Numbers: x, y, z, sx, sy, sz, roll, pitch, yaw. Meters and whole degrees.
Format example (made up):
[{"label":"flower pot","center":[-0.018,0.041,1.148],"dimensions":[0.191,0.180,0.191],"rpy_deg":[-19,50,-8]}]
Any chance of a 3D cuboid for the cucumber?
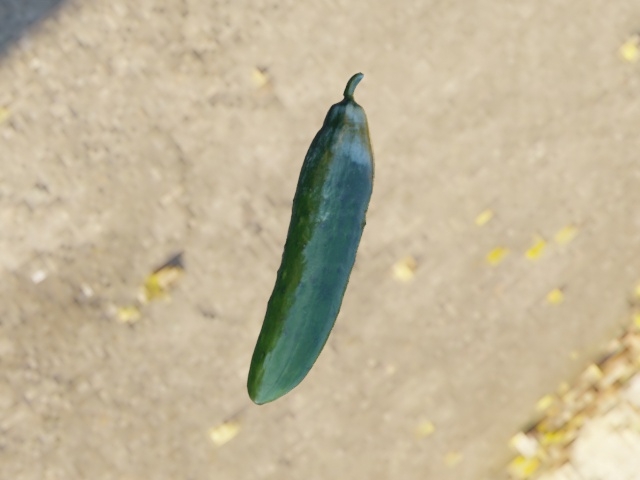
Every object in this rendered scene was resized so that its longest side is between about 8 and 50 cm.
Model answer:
[{"label":"cucumber","center":[0.000,0.000,1.343],"dimensions":[0.056,0.056,0.250],"rpy_deg":[16,88,-57]}]
